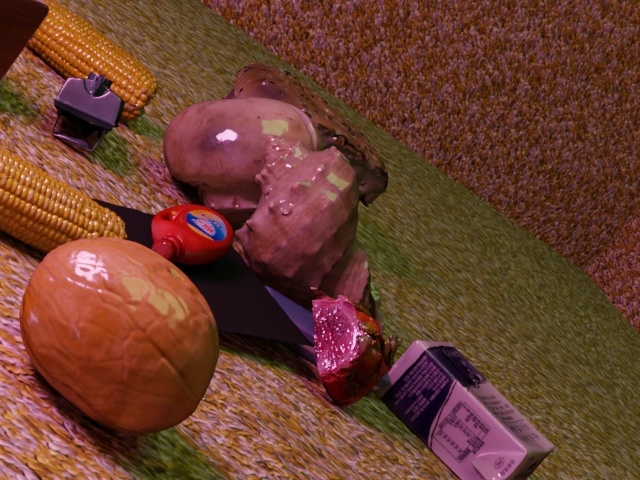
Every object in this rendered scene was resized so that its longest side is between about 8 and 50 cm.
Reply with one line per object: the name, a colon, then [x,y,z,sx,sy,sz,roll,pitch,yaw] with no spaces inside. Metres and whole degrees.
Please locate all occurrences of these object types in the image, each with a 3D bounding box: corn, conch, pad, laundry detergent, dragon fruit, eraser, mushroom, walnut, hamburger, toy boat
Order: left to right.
corn: [-0.325,-0.045,1.611,0.248,0.081,0.081,30,16,-33]
corn: [-0.361,-0.281,2.310,0.244,0.093,0.093,37,13,-3]
toy boat: [-0.324,-0.182,2.108,0.093,0.103,0.246,24,1,-8]
walnut: [-0.184,0.085,1.390,0.197,0.165,0.165,34,11,11]
pad: [-0.186,0.031,1.837,0.367,0.007,0.247,15,26,-51]
laundry detergent: [-0.171,-0.005,1.868,0.097,0.049,0.165,32,17,10]
mushroom: [-0.112,-0.122,2.229,0.255,0.255,0.184,19,61,-58]
hamburger: [-0.061,-0.161,2.528,0.318,0.195,0.277,30,17,-45]
conch: [-0.010,-0.001,2.114,0.263,0.186,0.324,-43,126,-64]
eraser: [-0.005,0.132,2.012,0.225,0.036,0.082,33,14,-26]
dragon fruit: [0.047,0.127,1.916,0.102,0.096,0.147,45,30,-46]

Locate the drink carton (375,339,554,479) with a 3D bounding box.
drink carton: [0.200,0.246,2.069,0.222,0.102,0.134,44,11,21]

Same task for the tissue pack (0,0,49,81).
tissue pack: [-0.482,-0.287,1.831,0.136,0.159,0.246,43,13,23]

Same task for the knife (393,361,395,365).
knife: [0.121,0.196,2.202,0.247,0.018,0.035,34,12,-27]
